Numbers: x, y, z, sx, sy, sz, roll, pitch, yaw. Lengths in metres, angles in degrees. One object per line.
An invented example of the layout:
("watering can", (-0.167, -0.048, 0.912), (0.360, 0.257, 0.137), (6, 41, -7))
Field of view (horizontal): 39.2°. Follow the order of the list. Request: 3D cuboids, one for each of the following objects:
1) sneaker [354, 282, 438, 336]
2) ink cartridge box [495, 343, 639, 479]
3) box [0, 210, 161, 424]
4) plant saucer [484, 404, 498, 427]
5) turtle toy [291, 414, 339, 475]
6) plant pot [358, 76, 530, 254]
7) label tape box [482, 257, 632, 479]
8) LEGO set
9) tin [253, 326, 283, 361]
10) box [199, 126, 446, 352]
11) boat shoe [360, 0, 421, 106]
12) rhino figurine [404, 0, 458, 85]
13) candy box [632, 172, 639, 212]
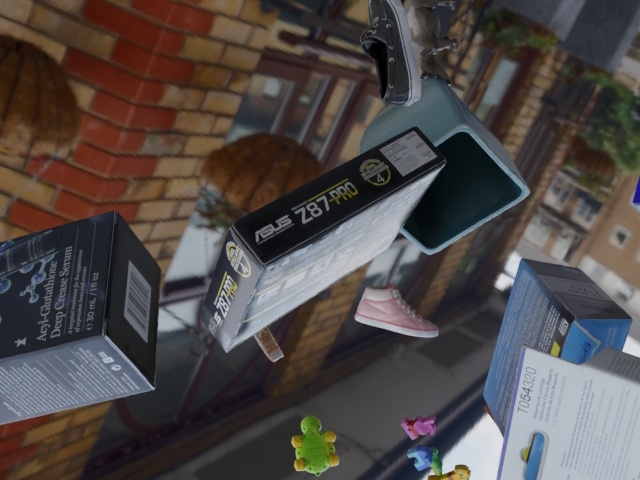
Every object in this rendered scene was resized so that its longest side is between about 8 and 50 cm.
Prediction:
("sneaker", (0.126, 0.107, 1.414), (0.134, 0.070, 0.051), (14, -175, 2))
("ink cartridge box", (0.388, 0.297, 1.103), (0.330, 0.324, 0.071), (20, -147, 27))
("box", (-0.532, 0.157, 1.733), (0.212, 0.395, 0.294), (63, -164, -48))
("plant saucer", (0.452, 0.374, 1.665), (0.258, 0.048, 0.259), (23, -174, -4))
("turtle toy", (-0.014, 0.435, 1.909), (0.095, 0.130, 0.066), (-6, 158, -4))
("plant pot", (0.223, -0.176, 1.791), (0.247, 0.247, 0.252), (37, -150, -38))
("label tape box", (0.352, 0.198, 1.310), (0.115, 0.249, 0.348), (10, -165, -7))
("LEGO set", (0.268, 0.476, 1.925), (0.227, 0.093, 0.087), (55, -155, -15))
("tin", (-0.148, 0.196, 2.086), (0.190, 0.040, 0.106), (59, 166, 1))
("box", (0.000, 0.000, 1.509), (0.394, 0.318, 0.097), (-31, -109, -29))
("boat shoe", (0.107, -0.332, 1.538), (0.076, 0.229, 0.080), (-5, 163, -22))
("rhino figurine", (0.236, -0.424, 1.932), (0.106, 0.244, 0.073), (-5, 179, -13))
("candy box", (0.707, -0.120, 1.660), (0.122, 0.268, 0.317), (6, 161, 42))
